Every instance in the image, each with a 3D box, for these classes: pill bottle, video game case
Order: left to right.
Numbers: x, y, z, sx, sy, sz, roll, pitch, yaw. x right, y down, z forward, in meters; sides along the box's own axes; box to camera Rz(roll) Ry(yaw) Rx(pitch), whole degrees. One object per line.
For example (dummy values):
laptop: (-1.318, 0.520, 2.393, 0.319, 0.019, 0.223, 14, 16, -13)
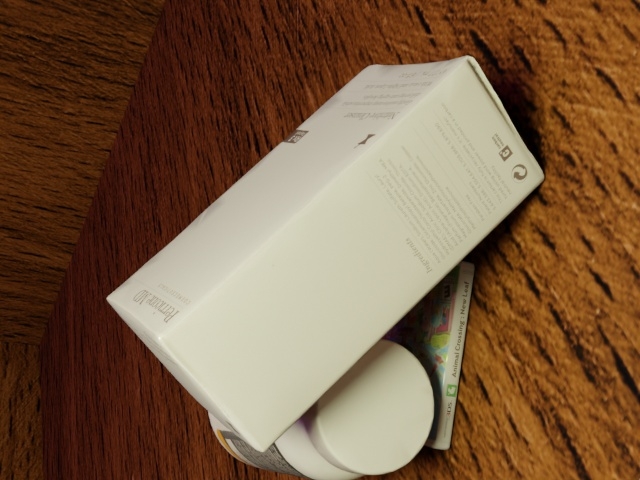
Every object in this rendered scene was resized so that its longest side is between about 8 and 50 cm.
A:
pill bottle: (-0.005, 0.174, 1.148, 0.278, 0.162, 0.162, -14, 68, 63)
video game case: (0.093, 0.117, 1.182, 0.212, 0.023, 0.193, -1, 80, 65)

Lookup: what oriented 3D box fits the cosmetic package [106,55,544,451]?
cosmetic package: (0.000, 0.000, 1.042, 0.385, 0.156, 0.217, -42, 20, -16)
